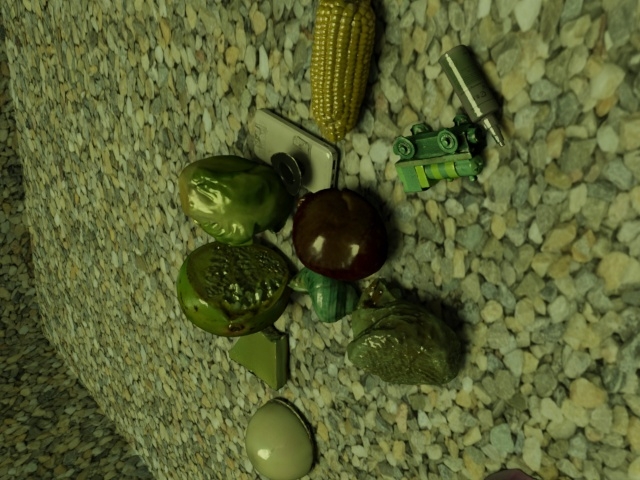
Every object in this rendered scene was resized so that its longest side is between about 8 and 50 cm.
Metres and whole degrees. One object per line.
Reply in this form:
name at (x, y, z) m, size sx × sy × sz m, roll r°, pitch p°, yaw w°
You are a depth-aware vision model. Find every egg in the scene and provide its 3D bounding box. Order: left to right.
egg at (-0.161, 0.657, 2.112) m, size 0.264 × 0.174 × 0.286 m, roll 63°, pitch 145°, yaw 10°

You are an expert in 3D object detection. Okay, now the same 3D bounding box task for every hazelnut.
hazelnut at (0.037, -0.003, 1.517) m, size 0.234 × 0.218 × 0.218 m, roll 48°, pitch 138°, yaw 21°

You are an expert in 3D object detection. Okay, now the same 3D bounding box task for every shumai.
shumai at (0.199, 0.198, 1.496) m, size 0.261 × 0.221 × 0.225 m, roll 16°, pitch 142°, yaw 1°

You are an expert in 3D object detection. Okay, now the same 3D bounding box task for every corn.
corn at (0.042, -0.366, 1.381) m, size 0.130 × 0.130 × 0.346 m, roll 35°, pitch 136°, yaw 33°

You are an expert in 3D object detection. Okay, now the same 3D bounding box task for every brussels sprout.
brussels sprout at (-0.222, -0.106, 1.726) m, size 0.259 × 0.295 × 0.227 m, roll -152°, pitch 67°, yaw -66°

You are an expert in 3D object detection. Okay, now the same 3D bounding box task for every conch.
conch at (0.012, 0.130, 1.683) m, size 0.188 × 0.122 × 0.175 m, roll 48°, pitch 159°, yaw 24°

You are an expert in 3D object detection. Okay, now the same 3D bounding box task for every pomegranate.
pomegranate at (-0.246, 0.123, 1.872) m, size 0.358 × 0.310 × 0.216 m, roll -102°, pitch 15°, yaw -46°

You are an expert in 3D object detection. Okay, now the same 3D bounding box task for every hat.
hat at (-0.069, -0.171, 1.609) m, size 0.121 × 0.050 × 0.121 m, roll 39°, pitch 149°, yaw 29°

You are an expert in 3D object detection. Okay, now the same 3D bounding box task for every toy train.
toy train at (0.236, -0.167, 1.307) m, size 0.200 × 0.083 × 0.132 m, roll 0°, pitch 120°, yaw 49°

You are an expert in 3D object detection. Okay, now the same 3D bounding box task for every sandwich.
sandwich at (-0.194, 0.320, 2.070) m, size 0.245 × 0.063 × 0.212 m, roll 24°, pitch 122°, yaw 40°

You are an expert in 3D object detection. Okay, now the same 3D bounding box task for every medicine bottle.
medicine bottle at (0.286, -0.258, 1.212) m, size 0.058 × 0.058 × 0.199 m, roll -32°, pitch 83°, yaw 51°

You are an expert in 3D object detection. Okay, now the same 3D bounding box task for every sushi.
sushi at (-0.029, -0.061, 1.680) m, size 0.052 × 0.055 × 0.120 m, roll -11°, pitch 93°, yaw 37°

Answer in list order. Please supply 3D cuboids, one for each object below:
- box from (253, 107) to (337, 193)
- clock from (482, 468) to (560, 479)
box at (-0.068, -0.218, 1.654) m, size 0.285 × 0.044 × 0.142 m, roll 35°, pitch 134°, yaw 33°
clock at (0.467, 0.672, 1.453) m, size 0.339 × 0.102 × 0.338 m, roll 25°, pitch 126°, yaw 39°
